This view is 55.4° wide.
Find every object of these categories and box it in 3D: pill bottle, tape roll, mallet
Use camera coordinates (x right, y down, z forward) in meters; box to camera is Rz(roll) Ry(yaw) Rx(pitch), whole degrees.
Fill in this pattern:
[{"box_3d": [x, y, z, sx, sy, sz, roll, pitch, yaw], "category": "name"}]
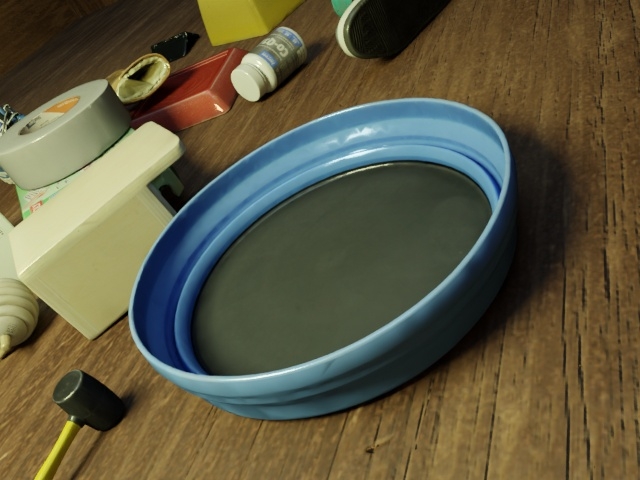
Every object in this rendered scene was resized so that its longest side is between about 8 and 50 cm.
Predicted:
[{"box_3d": [-0.093, -0.315, 1.093, 0.078, 0.078, 0.137, 9, 49, 44], "category": "pill bottle"}, {"box_3d": [-0.426, -0.178, 1.006, 0.219, 0.072, 0.219, -19, 34, 14], "category": "tape roll"}, {"box_3d": [-0.238, 0.214, 0.542, 0.039, 0.062, 0.190, -6, 55, 34], "category": "mallet"}]

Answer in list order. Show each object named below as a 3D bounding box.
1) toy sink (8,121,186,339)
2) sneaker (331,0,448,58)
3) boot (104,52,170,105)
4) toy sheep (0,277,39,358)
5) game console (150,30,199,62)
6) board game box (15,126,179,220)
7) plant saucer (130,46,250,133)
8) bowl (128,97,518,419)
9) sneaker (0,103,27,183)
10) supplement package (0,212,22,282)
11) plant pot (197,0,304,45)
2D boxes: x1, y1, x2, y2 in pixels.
[{"box_3d": [-0.246, -0.018, 0.765, 0.234, 0.131, 0.152, -43, 35, -11], "category": "toy sink"}, {"box_3d": [0.077, -0.394, 1.023, 0.178, 0.124, 0.295, 13, 44, 40], "category": "sneaker"}, {"box_3d": [-0.445, -0.294, 1.274, 0.236, 0.089, 0.269, -50, 28, -13], "category": "boot"}, {"box_3d": [-0.405, 0.098, 0.779, 0.091, 0.091, 0.132, -34, 47, -7], "category": "toy sheep"}, {"box_3d": [-0.394, -0.512, 1.653, 0.122, 0.071, 0.107, -13, 7, 24], "category": "game console"}, {"box_3d": [-0.363, -0.095, 0.955, 0.213, 0.046, 0.317, -37, 34, -12], "category": "board game box"}, {"box_3d": [-0.275, -0.301, 1.245, 0.259, 0.048, 0.258, -16, 35, 22], "category": "plant saucer"}, {"box_3d": [0.000, 0.000, 0.600, 0.391, 0.077, 0.391, -20, 34, 14], "category": "bowl"}, {"box_3d": [-0.579, -0.185, 1.196, 0.329, 0.147, 0.130, -1, 65, 30], "category": "sneaker"}, {"box_3d": [-0.570, 0.029, 0.934, 0.203, 0.149, 0.194, -43, 35, -19], "category": "supplement package"}, {"box_3d": [-0.182, -0.620, 1.473, 0.212, 0.187, 0.212, 7, 48, 42], "category": "plant pot"}]
